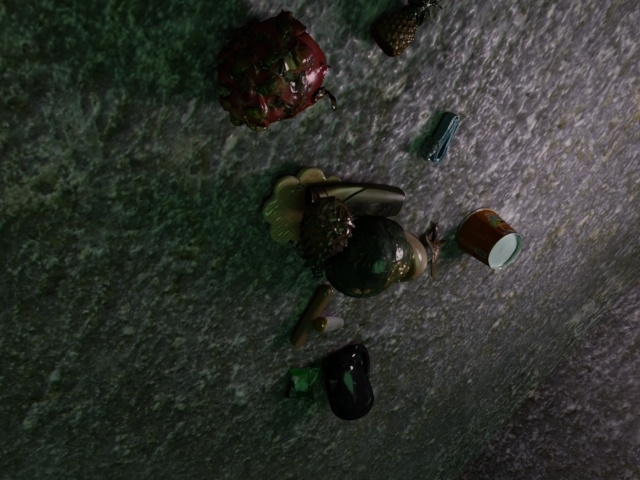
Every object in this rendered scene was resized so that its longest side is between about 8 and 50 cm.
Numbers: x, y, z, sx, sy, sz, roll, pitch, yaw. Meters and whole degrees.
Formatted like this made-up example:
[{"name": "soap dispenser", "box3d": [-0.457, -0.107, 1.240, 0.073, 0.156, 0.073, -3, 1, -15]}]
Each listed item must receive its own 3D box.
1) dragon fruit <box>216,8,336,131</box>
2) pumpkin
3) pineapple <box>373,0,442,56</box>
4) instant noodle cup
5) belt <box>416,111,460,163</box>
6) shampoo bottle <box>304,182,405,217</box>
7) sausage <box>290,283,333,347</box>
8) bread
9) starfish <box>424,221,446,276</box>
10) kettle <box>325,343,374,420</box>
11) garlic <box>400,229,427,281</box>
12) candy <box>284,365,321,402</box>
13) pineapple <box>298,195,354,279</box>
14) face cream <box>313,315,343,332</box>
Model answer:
[{"name": "dragon fruit", "box3d": [-0.132, -0.413, 1.105, 0.291, 0.250, 0.269, -47, 146, 1]}, {"name": "pumpkin", "box3d": [0.175, 0.060, 1.505, 0.291, 0.258, 0.327, 12, 155, -34]}, {"name": "pineapple", "box3d": [0.281, -0.651, 1.221, 0.277, 0.119, 0.130, -45, 109, 5]}, {"name": "instant noodle cup", "box3d": [0.716, 0.001, 1.798, 0.230, 0.182, 0.230, -12, 124, -18]}, {"name": "belt", "box3d": [0.420, -0.363, 1.506, 0.100, 0.065, 0.179, 4, 117, -37]}, {"name": "shampoo bottle", "box3d": [0.114, -0.134, 1.434, 0.349, 0.084, 0.126, 0, 130, -27]}, {"name": "sausage", "box3d": [-0.034, 0.300, 1.717, 0.065, 0.066, 0.301, 19, 111, -33]}, {"name": "bread", "box3d": [-0.053, -0.107, 1.452, 0.315, 0.054, 0.316, -12, 125, -18]}, {"name": "starfish", "box3d": [0.460, 0.034, 1.728, 0.238, 0.056, 0.213, 40, 58, -60]}, {"name": "kettle", "box3d": [0.135, 0.613, 1.940, 0.268, 0.207, 0.291, -38, 125, -36]}, {"name": "garlic", "box3d": [0.343, 0.061, 1.713, 0.164, 0.145, 0.245, -1, 124, 12]}, {"name": "candy", "box3d": [-0.077, 0.645, 1.915, 0.141, 0.078, 0.203, -2, 116, -24]}, {"name": "pineapple", "box3d": [0.000, 0.000, 1.377, 0.174, 0.175, 0.361, -12, 159, -17]}, {"name": "face cream", "box3d": [0.035, 0.340, 1.744, 0.182, 0.051, 0.072, 14, 109, -58]}]
